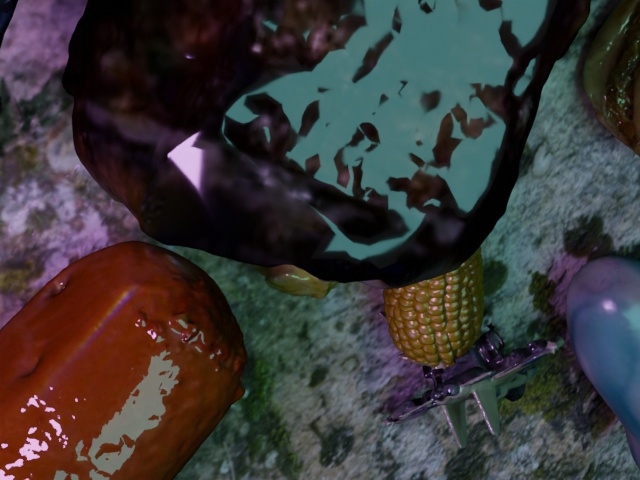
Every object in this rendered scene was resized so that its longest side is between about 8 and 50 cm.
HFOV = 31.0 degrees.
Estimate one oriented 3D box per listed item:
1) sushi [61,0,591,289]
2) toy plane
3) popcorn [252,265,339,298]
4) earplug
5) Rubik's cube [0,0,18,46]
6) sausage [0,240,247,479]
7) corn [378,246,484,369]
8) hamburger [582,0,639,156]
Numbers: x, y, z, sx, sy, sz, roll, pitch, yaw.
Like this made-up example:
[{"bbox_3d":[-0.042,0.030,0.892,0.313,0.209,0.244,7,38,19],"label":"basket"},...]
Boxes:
[{"bbox_3d":[0.000,-0.150,0.687,0.281,0.299,0.294,8,106,-28],"label":"sushi"},{"bbox_3d":[0.164,0.129,1.132,0.192,0.088,0.262,-29,176,24],"label":"toy plane"},{"bbox_3d":[-0.001,0.002,0.928,0.109,0.089,0.097,-37,169,-6],"label":"popcorn"},{"bbox_3d":[0.360,0.129,1.254,0.185,0.185,0.324,-50,128,-5],"label":"earplug"},{"bbox_3d":[-0.260,-0.232,0.433,0.294,0.288,0.283,19,102,-46],"label":"Rubik's cube"},{"bbox_3d":[-0.168,0.124,0.805,0.268,0.153,0.141,-49,125,-6],"label":"sausage"},{"bbox_3d":[0.092,-0.005,0.994,0.091,0.091,0.260,-14,122,-8],"label":"corn"},{"bbox_3d":[0.351,-0.167,1.111,0.214,0.108,0.213,-25,131,-33],"label":"hamburger"}]
